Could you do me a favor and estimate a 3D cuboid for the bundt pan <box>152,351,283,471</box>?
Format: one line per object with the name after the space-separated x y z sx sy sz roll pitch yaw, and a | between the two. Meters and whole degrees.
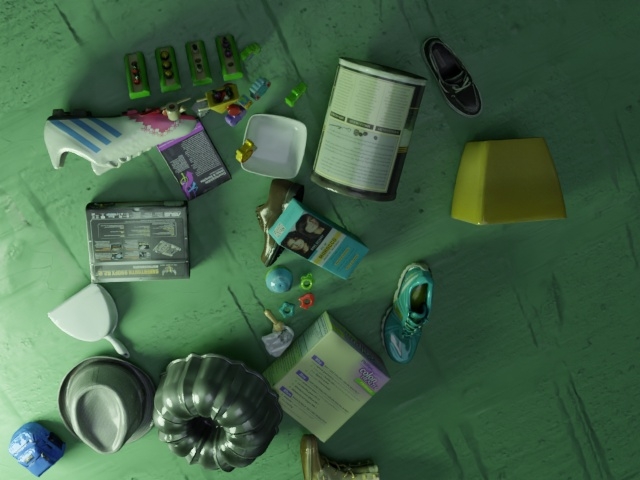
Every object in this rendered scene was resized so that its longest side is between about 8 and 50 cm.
-0.265 0.437 1.865 0.330 0.124 0.331 7 123 11 | bundt pan

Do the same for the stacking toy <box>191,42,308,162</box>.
-0.157 -0.305 1.686 0.167 0.052 0.221 43 93 13 | stacking toy

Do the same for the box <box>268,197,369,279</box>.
0.000 0.000 1.798 0.244 0.060 0.101 29 103 -42 | box

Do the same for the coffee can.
0.105 -0.247 1.701 0.201 0.201 0.276 11 107 -12 | coffee can

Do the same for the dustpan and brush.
-0.533 0.212 1.851 0.147 0.060 0.211 -33 104 5 | dustpan and brush

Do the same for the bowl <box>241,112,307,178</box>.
-0.108 -0.221 1.757 0.142 0.053 0.142 10 108 -11 | bowl

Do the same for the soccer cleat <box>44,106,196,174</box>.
-0.433 -0.216 1.673 0.330 0.116 0.143 -2 95 0 | soccer cleat

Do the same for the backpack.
-0.709 0.516 1.902 0.098 0.101 0.120 -41 107 0 | backpack

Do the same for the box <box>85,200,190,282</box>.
-0.422 0.002 1.786 0.230 0.056 0.183 -2 110 -8 | box

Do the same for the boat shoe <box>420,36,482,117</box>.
0.306 -0.368 1.759 0.077 0.070 0.219 -39 110 6 | boat shoe

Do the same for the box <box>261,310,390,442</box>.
0.011 0.345 1.941 0.213 0.117 0.243 42 100 -19 | box

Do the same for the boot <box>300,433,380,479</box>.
0.055 0.615 2.054 0.203 0.095 0.262 -10 112 -5 | boot

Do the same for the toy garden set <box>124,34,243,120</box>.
-0.286 -0.341 1.618 0.244 0.204 0.049 -13 154 -5 | toy garden set

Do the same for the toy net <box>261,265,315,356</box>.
-0.084 0.180 1.910 0.122 0.045 0.232 4 110 -12 | toy net

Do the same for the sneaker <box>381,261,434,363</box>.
0.223 0.191 1.923 0.106 0.110 0.276 6 109 -11 | sneaker

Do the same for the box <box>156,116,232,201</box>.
-0.291 -0.185 1.755 0.116 0.029 0.162 -27 110 2 | box

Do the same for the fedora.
-0.528 0.425 1.883 0.243 0.124 0.276 -3 110 -7 | fedora

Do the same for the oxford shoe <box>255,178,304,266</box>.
-0.111 -0.045 1.817 0.096 0.083 0.227 22 112 13 | oxford shoe

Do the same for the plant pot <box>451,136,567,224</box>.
0.433 -0.145 1.795 0.212 0.212 0.187 -5 98 -7 | plant pot
